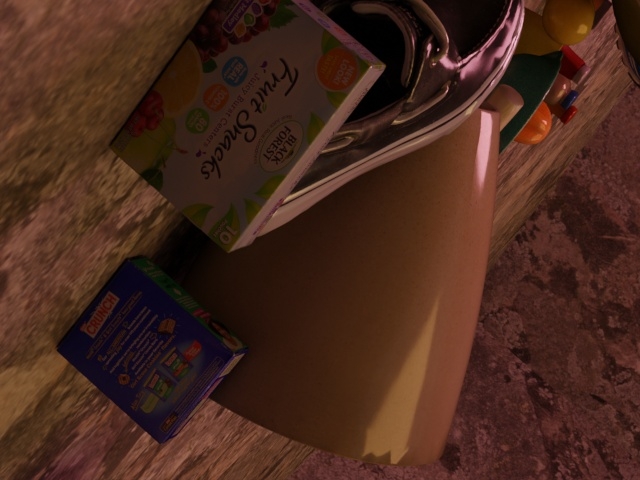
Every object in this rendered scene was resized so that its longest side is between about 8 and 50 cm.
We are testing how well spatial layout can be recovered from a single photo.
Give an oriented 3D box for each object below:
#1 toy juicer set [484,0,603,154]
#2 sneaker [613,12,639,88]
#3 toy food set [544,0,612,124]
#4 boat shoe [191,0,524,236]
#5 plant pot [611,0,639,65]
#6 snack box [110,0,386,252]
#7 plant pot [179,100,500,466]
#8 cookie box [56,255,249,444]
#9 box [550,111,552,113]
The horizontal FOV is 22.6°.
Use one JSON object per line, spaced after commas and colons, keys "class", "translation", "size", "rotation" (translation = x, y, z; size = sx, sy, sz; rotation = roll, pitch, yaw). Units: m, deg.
{"class": "toy juicer set", "translation": [0.208, -0.148, 1.586], "size": [0.329, 0.089, 0.209], "rotation": [-58, -173, -36]}
{"class": "sneaker", "translation": [0.438, -0.308, 1.801], "size": [0.130, 0.147, 0.330], "rotation": [2, 110, -32]}
{"class": "toy food set", "translation": [0.294, -0.237, 1.851], "size": [0.232, 0.104, 0.111], "rotation": [-56, 169, 33]}
{"class": "boat shoe", "translation": [0.041, -0.118, 1.112], "size": [0.335, 0.121, 0.119], "rotation": [-41, 172, -31]}
{"class": "plant pot", "translation": [0.399, -0.254, 1.599], "size": [0.275, 0.275, 0.293], "rotation": [-48, 175, -9]}
{"class": "snack box", "translation": [-0.044, -0.078, 0.945], "size": [0.141, 0.100, 0.037], "rotation": [-52, 170, 17]}
{"class": "plant pot", "translation": [0.033, 0.000, 1.279], "size": [0.274, 0.256, 0.256], "rotation": [-67, 167, 12]}
{"class": "cookie box", "translation": [-0.124, 0.080, 1.182], "size": [0.092, 0.107, 0.040], "rotation": [-50, 172, 10]}
{"class": "box", "translation": [0.267, -0.178, 2.109], "size": [0.087, 0.058, 0.232], "rotation": [-52, 170, 15]}
